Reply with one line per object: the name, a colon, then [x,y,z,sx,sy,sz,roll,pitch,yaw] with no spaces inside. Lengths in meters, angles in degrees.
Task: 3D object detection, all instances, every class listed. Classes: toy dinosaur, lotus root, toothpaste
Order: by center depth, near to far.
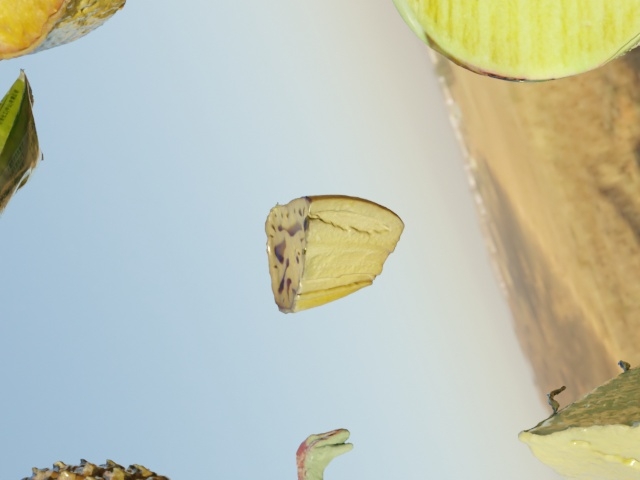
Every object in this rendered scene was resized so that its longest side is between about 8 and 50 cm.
toothpaste: [-0.229,-0.020,0.834,0.248,0.046,0.078,-74,-16,-51]
toy dinosaur: [-0.075,0.268,1.173,0.053,0.242,0.167,80,177,-53]
lotus root: [0.004,0.002,1.367,0.135,0.159,0.095,2,-141,-34]

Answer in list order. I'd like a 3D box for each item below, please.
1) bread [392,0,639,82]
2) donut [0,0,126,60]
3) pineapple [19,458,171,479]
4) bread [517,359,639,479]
bread: [0.157,-0.268,0.967,0.045,0.301,0.301,-32,-77,-48]
donut: [-0.187,-0.240,0.946,0.151,0.295,0.112,41,-150,21]
pineapple: [-0.360,0.361,1.606,0.202,0.361,0.202,9,-90,-85]
bread: [0.128,0.059,0.487,0.109,0.084,0.080,35,-125,-41]
